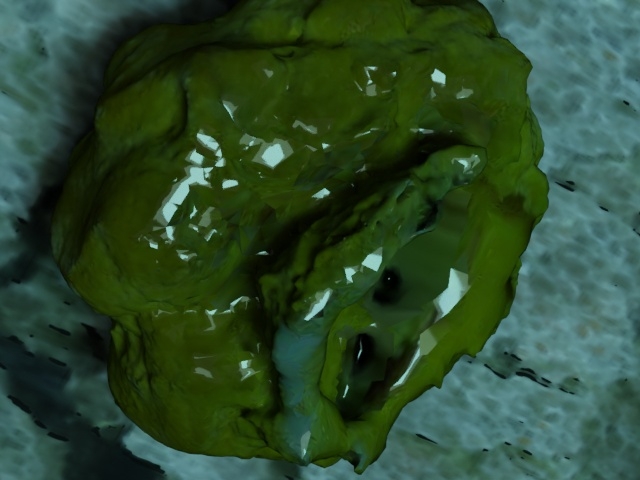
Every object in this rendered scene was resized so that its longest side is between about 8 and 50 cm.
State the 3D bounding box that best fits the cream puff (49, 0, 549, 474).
[{"bbox_3d":[0.002,-0.001,0.813,0.282,0.185,0.281,-6,111,-15],"label":"cream puff"}]
